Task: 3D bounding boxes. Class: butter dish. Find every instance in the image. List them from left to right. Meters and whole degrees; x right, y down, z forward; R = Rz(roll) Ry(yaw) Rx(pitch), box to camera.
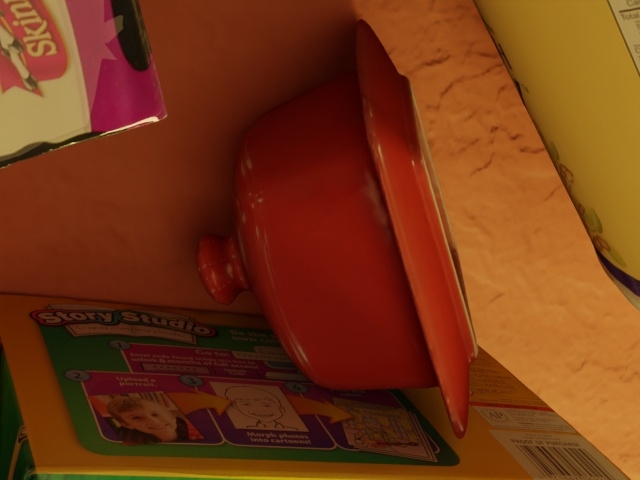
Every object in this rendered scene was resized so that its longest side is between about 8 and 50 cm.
[{"bbox_3d":[0.000,0.000,0.540,0.118,0.160,0.160,-15,115,9],"label":"butter dish"}]

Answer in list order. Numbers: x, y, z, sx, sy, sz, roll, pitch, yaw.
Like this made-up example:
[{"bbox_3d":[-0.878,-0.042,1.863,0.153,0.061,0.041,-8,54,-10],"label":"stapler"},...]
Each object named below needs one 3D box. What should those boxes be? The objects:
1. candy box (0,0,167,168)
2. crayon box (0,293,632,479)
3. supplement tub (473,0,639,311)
[{"bbox_3d":[-0.127,-0.128,0.374,0.071,0.233,0.159,-18,114,-15],"label":"candy box"},{"bbox_3d":[-0.017,0.102,0.545,0.278,0.165,0.081,7,107,-24],"label":"crayon box"},{"bbox_3d":[0.180,-0.140,0.491,0.241,0.241,0.331,-36,118,-6],"label":"supplement tub"}]
